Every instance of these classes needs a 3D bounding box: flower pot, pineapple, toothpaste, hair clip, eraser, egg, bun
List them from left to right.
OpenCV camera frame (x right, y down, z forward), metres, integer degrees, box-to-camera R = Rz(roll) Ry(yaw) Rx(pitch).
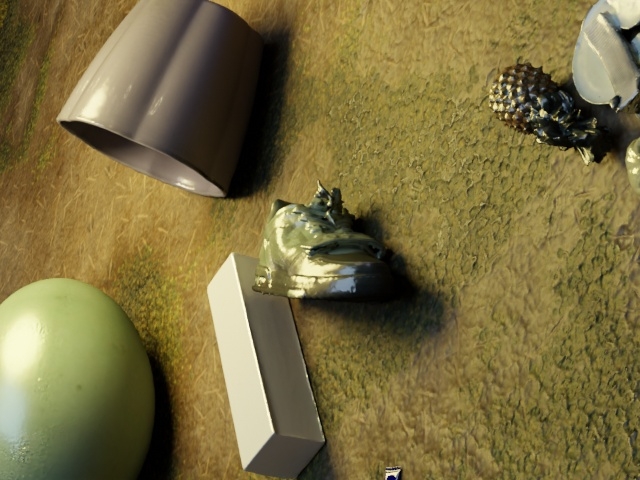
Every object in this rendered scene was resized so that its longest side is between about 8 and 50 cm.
[{"bbox_3d":[-0.379,0.235,2.081,0.276,0.276,0.389,-42,43,44],"label":"egg"},{"bbox_3d":[-0.206,-0.218,2.058,0.265,0.265,0.243,9,70,60],"label":"flower pot"},{"bbox_3d":[-0.073,0.152,1.797,0.078,0.076,0.298,-53,36,34],"label":"eraser"},{"bbox_3d":[0.073,0.287,1.551,0.024,0.015,0.083,-12,61,49],"label":"toothpaste"},{"bbox_3d":[0.230,-0.123,1.416,0.159,0.074,0.074,48,118,53],"label":"pineapple"},{"bbox_3d":[0.284,-0.181,1.371,0.116,0.049,0.172,-50,35,30],"label":"hair clip"},{"bbox_3d":[0.306,-0.072,1.272,0.086,0.055,0.086,-32,51,49],"label":"bun"}]

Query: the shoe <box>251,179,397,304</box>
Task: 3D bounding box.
[{"bbox_3d":[0.002,0.000,1.700,0.293,0.109,0.149,-3,80,64],"label":"shoe"}]
